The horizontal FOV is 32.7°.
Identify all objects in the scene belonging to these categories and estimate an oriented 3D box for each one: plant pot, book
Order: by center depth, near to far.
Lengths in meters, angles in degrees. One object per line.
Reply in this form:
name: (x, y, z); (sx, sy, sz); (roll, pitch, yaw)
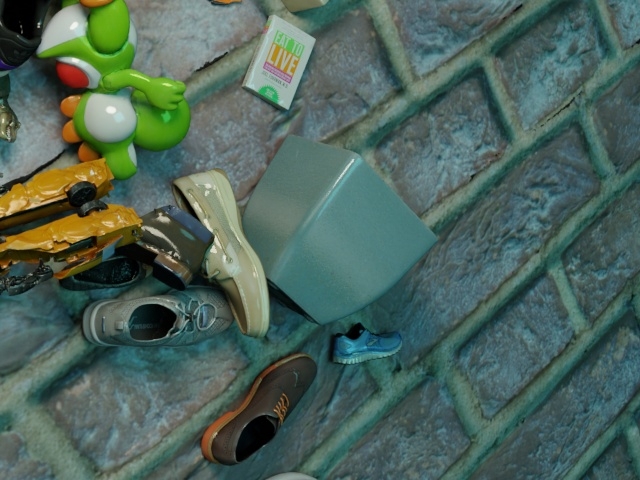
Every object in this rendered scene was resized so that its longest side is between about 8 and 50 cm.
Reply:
plant pot: (0.000, 0.000, 1.912); (0.248, 0.247, 0.252); (44, 78, -31)
book: (-0.077, -0.320, 1.965); (0.096, 0.035, 0.144); (27, 77, -32)

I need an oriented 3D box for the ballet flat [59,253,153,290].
ballet flat: (-0.338, 0.053, 1.757); (0.173, 0.049, 0.057); (-12, 99, -38)

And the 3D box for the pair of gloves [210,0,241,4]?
pair of gloves: (-0.172, -0.451, 1.893); (0.074, 0.010, 0.083); (-8, 94, -37)

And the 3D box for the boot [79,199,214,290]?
boot: (-0.277, -0.021, 1.752); (0.219, 0.082, 0.106); (37, 61, 0)

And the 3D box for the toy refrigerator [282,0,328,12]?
toy refrigerator: (-0.073, -0.539, 1.911); (0.269, 0.102, 0.094); (51, 63, -28)

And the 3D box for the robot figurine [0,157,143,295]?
robot figurine: (-0.424, -0.013, 1.612); (0.291, 0.211, 0.085); (-21, 150, -24)

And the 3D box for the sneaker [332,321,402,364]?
sneaker: (0.093, 0.192, 2.101); (0.162, 0.063, 0.073); (-9, 94, -38)

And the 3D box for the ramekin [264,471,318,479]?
ramekin: (-0.031, 0.570, 1.971); (0.277, 0.135, 0.277); (-2, 94, -38)

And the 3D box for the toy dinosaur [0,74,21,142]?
toy dinosaur: (-0.508, -0.273, 1.605); (0.118, 0.064, 0.268); (-5, 89, -40)

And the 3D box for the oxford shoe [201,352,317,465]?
oxford shoe: (-0.085, 0.305, 1.938); (0.271, 0.098, 0.097); (-45, 118, -28)

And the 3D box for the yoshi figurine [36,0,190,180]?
yoshi figurine: (-0.295, -0.272, 1.679); (0.203, 0.203, 0.362); (-70, 161, -54)

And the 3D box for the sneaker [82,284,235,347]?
sneaker: (-0.243, 0.137, 1.792); (0.281, 0.115, 0.105); (-8, 97, -41)

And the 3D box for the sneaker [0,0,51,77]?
sneaker: (-0.435, -0.388, 1.554); (0.102, 0.146, 0.293); (1, 81, -45)

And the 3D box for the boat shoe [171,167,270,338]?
boat shoe: (-0.169, 0.028, 1.828); (0.098, 0.109, 0.302); (-14, 79, -26)
